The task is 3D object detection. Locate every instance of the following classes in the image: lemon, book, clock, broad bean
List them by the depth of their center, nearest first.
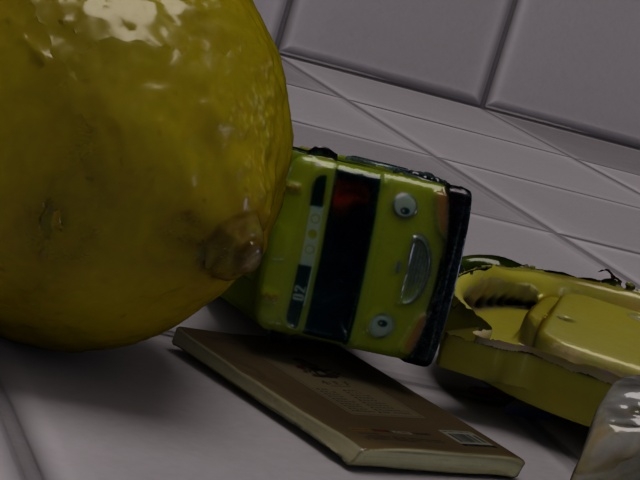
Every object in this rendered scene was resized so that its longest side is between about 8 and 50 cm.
[{"bbox_3d":[-0.150,-0.068,1.148,0.322,0.268,0.268,18,10,29],"label":"lemon"},{"bbox_3d":[0.015,0.099,1.211,0.138,0.016,0.199,9,13,-40],"label":"book"},{"bbox_3d":[0.213,0.096,1.390,0.277,0.071,0.293,19,15,17],"label":"clock"},{"bbox_3d":[0.210,0.042,1.777,0.227,0.039,0.069,8,20,-45],"label":"broad bean"}]

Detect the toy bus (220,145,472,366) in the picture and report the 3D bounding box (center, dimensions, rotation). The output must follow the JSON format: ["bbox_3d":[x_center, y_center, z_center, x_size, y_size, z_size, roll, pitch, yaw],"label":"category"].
[{"bbox_3d":[0.000,0.000,1.344,0.150,0.128,0.262,13,3,-14],"label":"toy bus"}]

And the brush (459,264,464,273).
[{"bbox_3d":[0.011,0.011,1.555,0.197,0.059,0.123,14,9,-13],"label":"brush"}]

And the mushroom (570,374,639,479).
[{"bbox_3d":[0.286,0.151,1.174,0.351,0.097,0.109,16,12,-28],"label":"mushroom"}]
